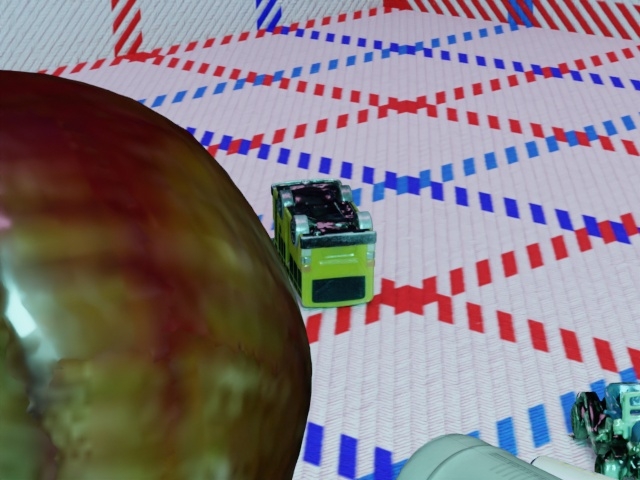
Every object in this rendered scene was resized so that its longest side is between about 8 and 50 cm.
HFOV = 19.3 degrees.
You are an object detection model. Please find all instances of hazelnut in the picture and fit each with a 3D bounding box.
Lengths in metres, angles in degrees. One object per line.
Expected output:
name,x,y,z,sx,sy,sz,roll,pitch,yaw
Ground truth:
hazelnut,-0.188,0.106,1.106,0.353,0.420,0.421,5,17,39

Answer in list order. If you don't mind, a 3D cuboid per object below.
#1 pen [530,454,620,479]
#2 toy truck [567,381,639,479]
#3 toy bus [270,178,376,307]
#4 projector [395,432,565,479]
pen,0.262,0.204,1.384,0.269,0.033,0.033,14,23,43
toy truck,0.250,0.143,1.514,0.080,0.078,0.154,-1,16,-3
toy bus,0.000,0.000,1.995,0.088,0.101,0.175,-5,21,-11
projector,0.178,0.220,1.205,0.108,0.108,0.337,-12,19,-31
